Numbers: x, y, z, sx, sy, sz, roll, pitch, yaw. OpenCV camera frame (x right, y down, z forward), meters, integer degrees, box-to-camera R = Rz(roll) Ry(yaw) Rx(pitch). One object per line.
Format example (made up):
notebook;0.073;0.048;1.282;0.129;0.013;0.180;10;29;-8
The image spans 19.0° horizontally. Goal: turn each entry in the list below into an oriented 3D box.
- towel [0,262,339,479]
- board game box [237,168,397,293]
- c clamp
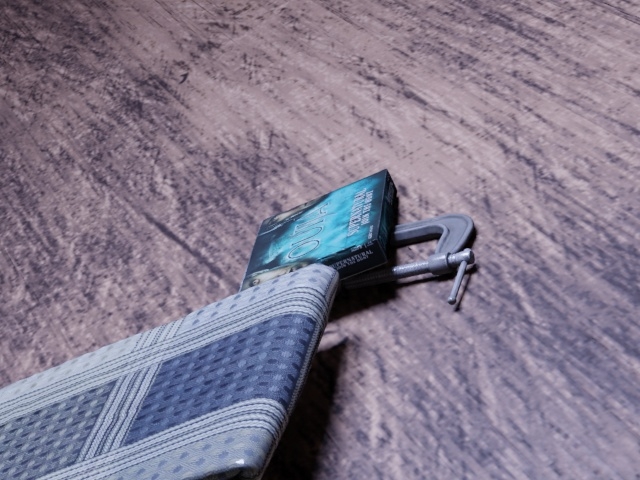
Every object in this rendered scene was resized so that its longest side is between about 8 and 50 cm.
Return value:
towel;-0.150;0.149;1.417;0.324;0.056;0.312;-21;20;19
board game box;0.000;0.000;1.613;0.126;0.026;0.186;-22;16;11
c clamp;0.060;0.017;1.564;0.160;0.022;0.137;-10;28;32
